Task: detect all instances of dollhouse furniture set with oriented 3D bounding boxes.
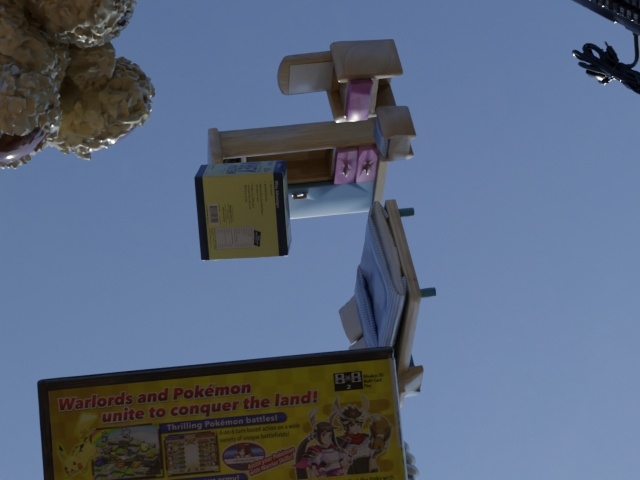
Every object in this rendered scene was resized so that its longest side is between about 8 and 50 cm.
[{"bbox_3d":[0.000,0.000,1.664,0.198,0.303,0.286,-7,-35,-9],"label":"dollhouse furniture set"}]

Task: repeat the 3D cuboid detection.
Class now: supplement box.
[{"bbox_3d":[-0.072,-0.029,1.491,0.083,0.056,0.083,-3,-75,3],"label":"supplement box"}]

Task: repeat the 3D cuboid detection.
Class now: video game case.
[{"bbox_3d":[-0.068,0.216,1.194,0.275,0.035,0.248,-5,-97,1],"label":"video game case"}]

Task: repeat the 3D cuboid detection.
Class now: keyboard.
[{"bbox_3d":[0.282,-0.214,1.453,0.033,0.317,0.201,-16,-64,-12],"label":"keyboard"}]

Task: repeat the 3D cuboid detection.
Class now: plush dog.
[{"bbox_3d":[-0.225,-0.202,1.311,0.225,0.210,0.262,-48,-10,16],"label":"plush dog"}]

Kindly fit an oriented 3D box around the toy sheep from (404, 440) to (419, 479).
[{"bbox_3d":[0.066,0.253,1.720,0.091,0.091,0.132,16,-116,-37],"label":"toy sheep"}]
